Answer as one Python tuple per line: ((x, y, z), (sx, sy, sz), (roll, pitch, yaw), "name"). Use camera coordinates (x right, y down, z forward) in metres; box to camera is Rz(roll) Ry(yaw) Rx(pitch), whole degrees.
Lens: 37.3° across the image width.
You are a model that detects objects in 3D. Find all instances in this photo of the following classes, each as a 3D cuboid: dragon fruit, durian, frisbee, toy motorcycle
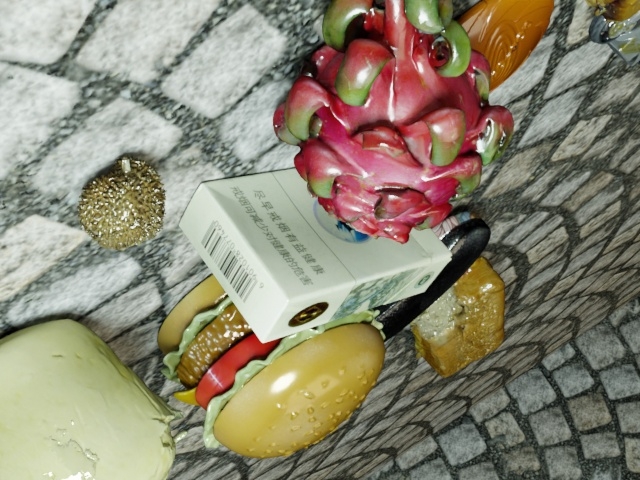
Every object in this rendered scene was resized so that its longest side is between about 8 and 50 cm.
((0.060, -0.112, 0.862), (0.198, 0.219, 0.273), (-71, 156, -13), "dragon fruit")
((-0.173, -0.035, 0.826), (0.080, 0.080, 0.091), (-23, 138, -29), "durian")
((0.187, -0.203, 1.055), (0.192, 0.035, 0.192), (-30, 158, -13), "frisbee")
((0.413, -0.289, 1.163), (0.152, 0.073, 0.225), (-49, 154, 24), "toy motorcycle")

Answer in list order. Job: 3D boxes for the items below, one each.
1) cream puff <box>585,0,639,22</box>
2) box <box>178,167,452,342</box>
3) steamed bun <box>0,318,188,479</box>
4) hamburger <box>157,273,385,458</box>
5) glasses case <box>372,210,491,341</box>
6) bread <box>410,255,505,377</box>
((0.324, -0.290, 0.986), (0.119, 0.104, 0.133), (-42, 174, 27), "cream puff")
((0.000, 0.000, 1.016), (0.257, 0.164, 0.069), (-13, 147, -44), "box")
((-0.290, 0.220, 0.951), (0.273, 0.232, 0.166), (-39, 164, 5), "steamed bun")
((-0.047, 0.151, 1.187), (0.275, 0.212, 0.274), (-31, 158, -14), "hamburger")
((0.130, 0.075, 1.467), (0.321, 0.082, 0.122), (-43, 158, 15), "glasses case")
((0.250, 0.145, 1.762), (0.185, 0.109, 0.380), (-27, 156, -1), "bread")
